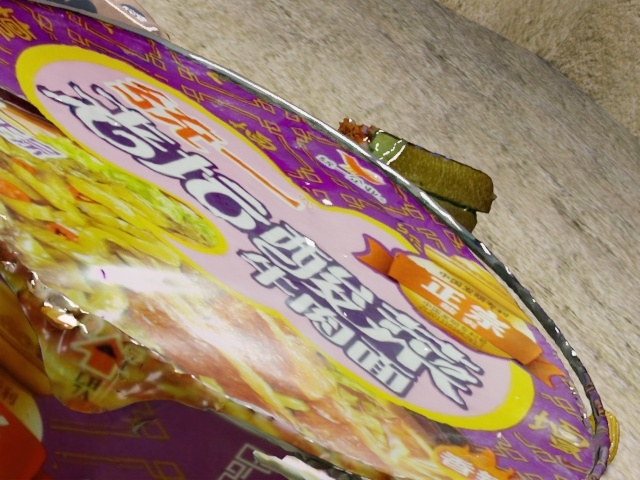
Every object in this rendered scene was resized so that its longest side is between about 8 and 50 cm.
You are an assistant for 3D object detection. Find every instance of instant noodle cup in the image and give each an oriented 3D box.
[{"bbox_3d":[-0.087,0.089,0.531,0.340,0.266,0.340,30,19,-11],"label":"instant noodle cup"}]

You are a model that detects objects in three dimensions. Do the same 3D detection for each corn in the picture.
[{"bbox_3d":[0.276,0.196,1.186,0.037,0.037,0.092,36,18,8],"label":"corn"}]

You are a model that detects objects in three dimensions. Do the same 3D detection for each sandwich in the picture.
[{"bbox_3d":[0.099,-0.067,1.464,0.185,0.109,0.160,21,3,-27],"label":"sandwich"}]

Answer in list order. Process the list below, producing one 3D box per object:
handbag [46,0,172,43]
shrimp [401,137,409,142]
[{"bbox_3d":[-0.252,-0.179,1.055,0.251,0.190,0.193,39,12,-7],"label":"handbag"},{"bbox_3d":[0.143,-0.111,1.740,0.114,0.023,0.083,43,24,16],"label":"shrimp"}]
